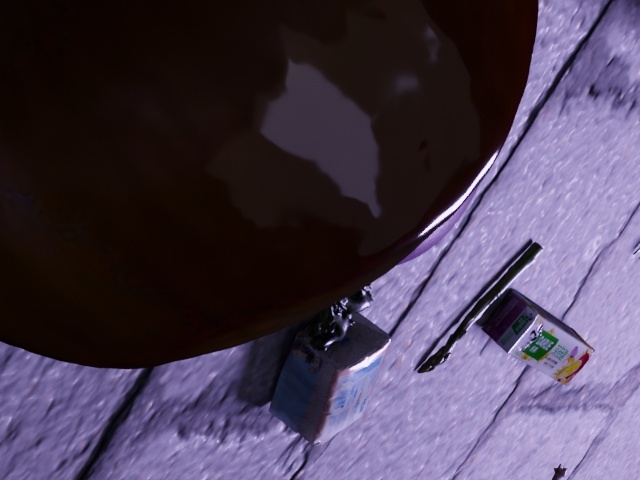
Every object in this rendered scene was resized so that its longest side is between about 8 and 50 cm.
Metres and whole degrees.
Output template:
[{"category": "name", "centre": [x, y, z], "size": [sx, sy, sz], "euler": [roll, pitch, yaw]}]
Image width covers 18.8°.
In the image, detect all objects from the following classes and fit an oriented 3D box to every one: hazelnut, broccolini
[{"category": "hazelnut", "centre": [-0.074, -0.121, 0.864], "size": [0.366, 0.366, 0.366], "euler": [-37, 151, -24]}, {"category": "broccolini", "centre": [0.008, -0.001, 1.422], "size": [0.057, 0.071, 0.254], "euler": [-8, 149, 0]}]

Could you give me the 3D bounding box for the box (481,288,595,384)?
[{"category": "box", "centre": [0.216, 0.098, 1.890], "size": [0.050, 0.041, 0.207], "euler": [-49, 154, 5]}]

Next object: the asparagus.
[{"category": "asparagus", "centre": [0.147, 0.064, 1.765], "size": [0.163, 0.016, 0.016], "euler": [-48, 173, -5]}]

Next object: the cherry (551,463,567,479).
[{"category": "cherry", "centre": [0.186, 0.309, 2.067], "size": [0.148, 0.115, 0.188], "euler": [31, 91, -25]}]

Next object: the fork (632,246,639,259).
[{"category": "fork", "centre": [0.410, -0.021, 2.045], "size": [0.219, 0.034, 0.028], "euler": [-25, 153, -40]}]

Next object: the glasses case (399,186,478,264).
[{"category": "glasses case", "centre": [0.088, -0.116, 1.359], "size": [0.123, 0.076, 0.316], "euler": [-35, 148, -40]}]

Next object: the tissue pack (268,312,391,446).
[{"category": "tissue pack", "centre": [0.009, 0.108, 1.560], "size": [0.074, 0.059, 0.094], "euler": [-27, 147, -41]}]
